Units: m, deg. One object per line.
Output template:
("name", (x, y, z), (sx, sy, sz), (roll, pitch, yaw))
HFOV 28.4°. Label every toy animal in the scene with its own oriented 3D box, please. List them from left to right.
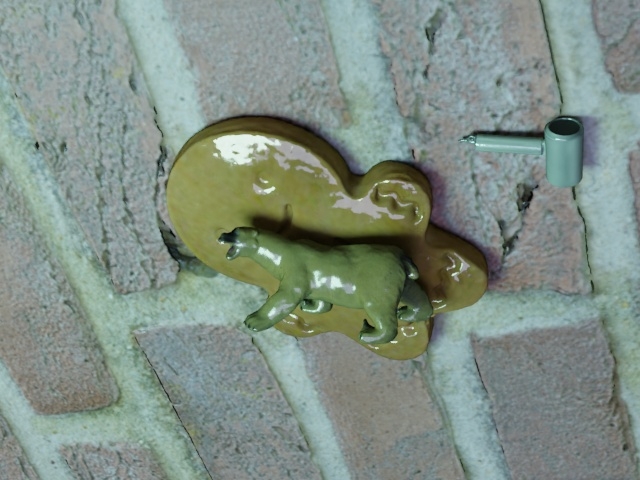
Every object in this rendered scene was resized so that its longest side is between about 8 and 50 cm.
("toy animal", (0.006, 0.039, 1.305), (0.219, 0.103, 0.101), (6, 109, 12))

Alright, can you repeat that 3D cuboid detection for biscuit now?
("biscuit", (-0.001, 0.002, 1.358), (0.355, 0.052, 0.275), (33, 128, -15))

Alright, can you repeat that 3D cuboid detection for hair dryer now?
("hair dryer", (0.197, -0.089, 1.248), (0.124, 0.038, 0.063), (5, 130, 17))
